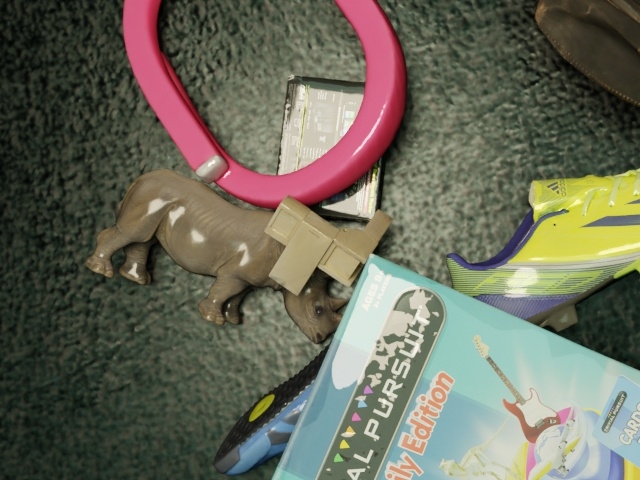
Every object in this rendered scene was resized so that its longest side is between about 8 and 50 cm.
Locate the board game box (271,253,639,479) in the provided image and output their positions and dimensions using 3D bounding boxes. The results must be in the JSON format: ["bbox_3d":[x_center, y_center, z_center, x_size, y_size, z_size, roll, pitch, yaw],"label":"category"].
[{"bbox_3d":[0.143,0.193,1.038,0.336,0.079,0.254,23,89,6],"label":"board game box"}]

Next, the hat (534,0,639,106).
[{"bbox_3d":[0.268,-0.193,1.076,0.331,0.331,0.134,41,134,7],"label":"hat"}]

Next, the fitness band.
[{"bbox_3d":[-0.051,-0.164,1.139,0.209,0.054,0.291,-36,68,8],"label":"fitness band"}]

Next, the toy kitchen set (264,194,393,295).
[{"bbox_3d":[0.000,0.000,1.112,0.083,0.075,0.068,34,126,2],"label":"toy kitchen set"}]

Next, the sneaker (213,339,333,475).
[{"bbox_3d":[0.003,0.148,1.141,0.209,0.069,0.082,-40,105,9],"label":"sneaker"}]

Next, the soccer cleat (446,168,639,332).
[{"bbox_3d":[0.238,-0.018,1.111,0.289,0.093,0.121,-32,82,4],"label":"soccer cleat"}]

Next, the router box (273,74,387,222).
[{"bbox_3d":[0.012,-0.079,1.165,0.092,0.038,0.123,7,88,8],"label":"router box"}]

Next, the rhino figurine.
[{"bbox_3d":[-0.070,0.020,1.152,0.243,0.073,0.106,23,94,-2],"label":"rhino figurine"}]
